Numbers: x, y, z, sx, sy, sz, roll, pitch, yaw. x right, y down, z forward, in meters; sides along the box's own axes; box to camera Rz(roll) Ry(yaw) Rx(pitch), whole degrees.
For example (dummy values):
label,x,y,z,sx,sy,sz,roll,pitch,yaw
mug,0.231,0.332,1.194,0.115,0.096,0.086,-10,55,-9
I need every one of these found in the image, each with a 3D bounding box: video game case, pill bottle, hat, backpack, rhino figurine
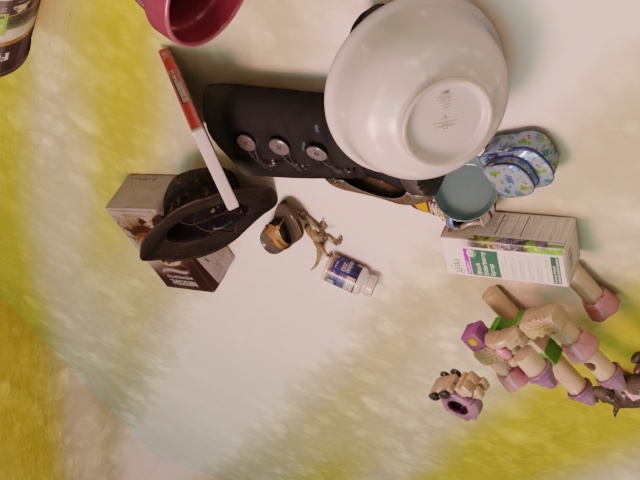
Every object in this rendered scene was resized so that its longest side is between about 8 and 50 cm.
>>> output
label,x,y,z,sx,sy,sz,roll,pitch,yaw
video game case,-0.232,-0.215,1.705,0.204,0.025,0.285,69,175,-47
pill bottle,0.068,0.081,2.032,0.120,0.067,0.067,24,148,8
hat,-0.267,-0.078,1.954,0.134,0.331,0.331,64,151,15
backpack,0.337,-0.126,1.508,0.114,0.084,0.105,-11,133,43
rhino figurine,0.653,0.315,1.900,0.106,0.073,0.243,33,150,-2

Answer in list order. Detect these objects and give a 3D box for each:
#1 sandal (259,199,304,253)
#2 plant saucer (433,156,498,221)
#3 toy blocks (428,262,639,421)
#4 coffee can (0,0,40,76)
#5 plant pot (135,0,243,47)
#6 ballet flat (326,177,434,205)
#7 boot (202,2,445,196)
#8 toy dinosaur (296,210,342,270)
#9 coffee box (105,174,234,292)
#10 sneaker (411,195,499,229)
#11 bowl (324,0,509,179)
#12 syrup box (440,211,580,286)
label,x,y,z,sx,sy,sz,roll,pitch,yaw
sandal,-0.099,-0.017,2.012,0.090,0.060,0.219,54,151,2
plant saucer,0.262,-0.093,1.612,0.119,0.119,0.021,15,-176,21
toy blocks,0.437,0.252,1.752,0.260,0.309,0.288,46,146,-14
coffee can,-0.629,-0.460,1.682,0.201,0.202,0.275,34,148,-9
plant pot,-0.238,-0.438,1.434,0.180,0.201,0.201,35,152,21
ballet flat,0.108,-0.117,1.701,0.249,0.058,0.084,13,100,30
boot,-0.024,-0.249,1.589,0.445,0.146,0.367,14,139,36
toy dinosaur,0.000,0.000,2.003,0.092,0.053,0.183,24,144,38
coffee box,-0.360,-0.016,2.182,0.168,0.119,0.297,3,140,34
sneaker,0.236,-0.063,1.676,0.185,0.084,0.070,1,139,37
bowl,0.165,-0.201,1.330,0.298,0.297,0.134,58,-178,-38
syrup box,0.351,0.011,1.666,0.236,0.096,0.093,5,131,29
